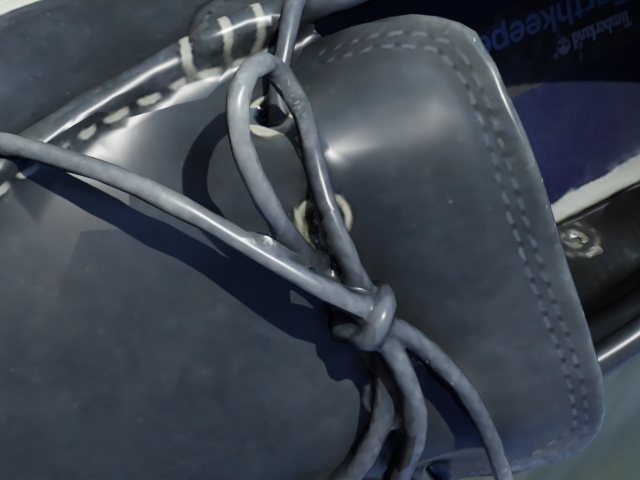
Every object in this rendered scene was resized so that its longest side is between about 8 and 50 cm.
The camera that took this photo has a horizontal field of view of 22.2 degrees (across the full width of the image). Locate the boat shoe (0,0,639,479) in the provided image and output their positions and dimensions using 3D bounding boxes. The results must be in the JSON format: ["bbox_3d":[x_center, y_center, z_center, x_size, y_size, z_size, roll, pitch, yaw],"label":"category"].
[{"bbox_3d":[0.000,0.000,0.483,0.500,0.156,0.187,-30,118,-25],"label":"boat shoe"}]
